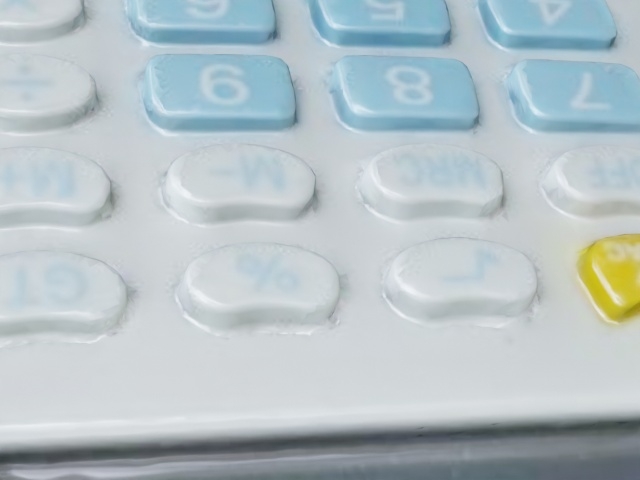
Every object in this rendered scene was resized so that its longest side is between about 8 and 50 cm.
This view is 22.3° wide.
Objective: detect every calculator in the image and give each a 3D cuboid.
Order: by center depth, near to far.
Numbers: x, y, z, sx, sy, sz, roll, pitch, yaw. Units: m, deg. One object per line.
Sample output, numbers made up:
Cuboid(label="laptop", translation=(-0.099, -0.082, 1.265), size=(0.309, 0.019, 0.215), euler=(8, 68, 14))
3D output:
Cuboid(label="calculator", translation=(0.000, 0.000, 0.406), size=(0.054, 0.256, 0.386), euler=(110, 154, -52))
